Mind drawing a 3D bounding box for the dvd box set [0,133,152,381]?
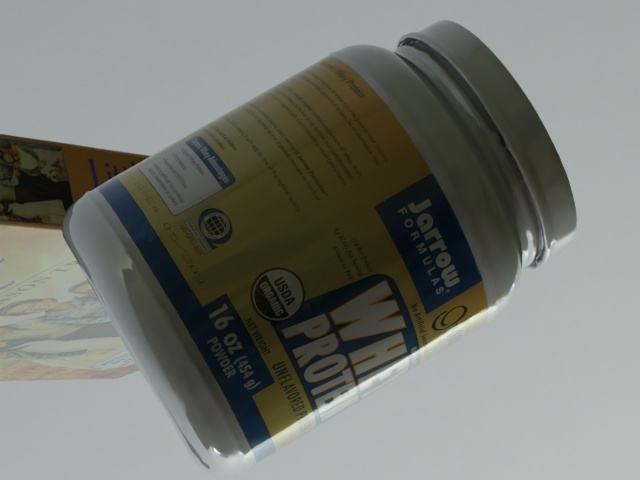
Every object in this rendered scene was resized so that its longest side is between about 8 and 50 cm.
[{"bbox_3d":[-0.183,0.027,1.002,0.420,0.307,0.062,6,-115,-55],"label":"dvd box set"}]

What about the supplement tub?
[{"bbox_3d":[0.000,0.000,0.679,0.199,0.144,0.144,-31,-60,-9],"label":"supplement tub"}]
